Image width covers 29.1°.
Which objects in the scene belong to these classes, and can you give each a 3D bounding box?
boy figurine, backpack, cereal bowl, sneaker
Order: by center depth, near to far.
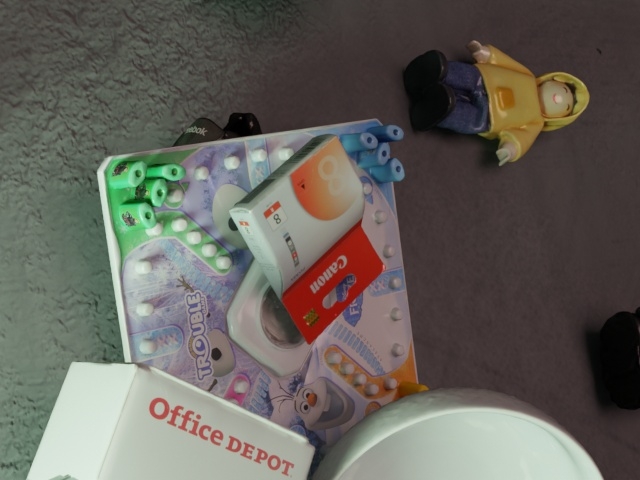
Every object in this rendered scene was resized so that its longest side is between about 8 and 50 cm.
[{"bbox_3d":[-0.138,-0.076,1.338,0.234,0.078,0.106,-34,124,-43],"label":"sneaker"},{"bbox_3d":[0.135,0.307,1.339,0.339,0.141,0.339,-3,105,-10],"label":"cereal bowl"},{"bbox_3d":[0.250,-0.186,1.684,0.285,0.092,0.177,2,71,-34],"label":"boy figurine"},{"bbox_3d":[0.475,0.161,1.722,0.182,0.115,0.152,-1,87,-39],"label":"backpack"}]

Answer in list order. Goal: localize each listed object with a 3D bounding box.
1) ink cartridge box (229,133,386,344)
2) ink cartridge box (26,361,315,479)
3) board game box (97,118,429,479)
[{"bbox_3d":[0.000,0.000,1.308,0.145,0.045,0.179,-43,113,-31],"label":"ink cartridge box"},{"bbox_3d":[-0.161,0.289,1.109,0.223,0.129,0.307,31,68,-35],"label":"ink cartridge box"},{"bbox_3d":[-0.036,0.078,1.337,0.390,0.050,0.390,-12,98,-40],"label":"board game box"}]
